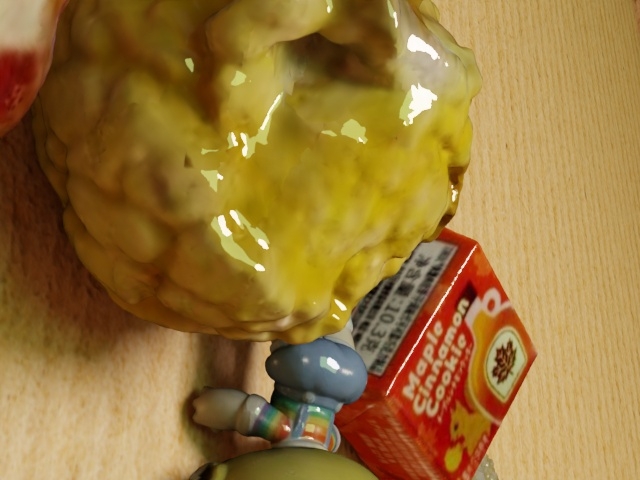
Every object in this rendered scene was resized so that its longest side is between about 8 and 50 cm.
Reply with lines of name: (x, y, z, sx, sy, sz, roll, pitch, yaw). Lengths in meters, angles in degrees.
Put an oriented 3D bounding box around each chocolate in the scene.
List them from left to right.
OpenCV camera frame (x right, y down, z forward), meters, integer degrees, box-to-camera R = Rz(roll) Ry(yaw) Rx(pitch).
chocolate: (0.118, 0.134, 1.084, 0.237, 0.108, 0.235, -53, 130, -25)

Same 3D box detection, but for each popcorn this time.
popcorn: (-0.059, -0.121, 0.814, 0.344, 0.354, 0.390, 14, 104, -60)

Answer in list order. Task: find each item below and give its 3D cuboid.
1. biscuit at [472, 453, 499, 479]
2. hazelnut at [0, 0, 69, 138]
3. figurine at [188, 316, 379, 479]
biscuit: (0.187, 0.307, 1.259, 0.290, 0.038, 0.141, 62, 28, -10)
hazelnut: (-0.285, -0.143, 0.593, 0.261, 0.261, 0.241, 63, 0, -15)
figurine: (-0.015, 0.188, 0.845, 0.224, 0.205, 0.382, 13, 61, -49)
